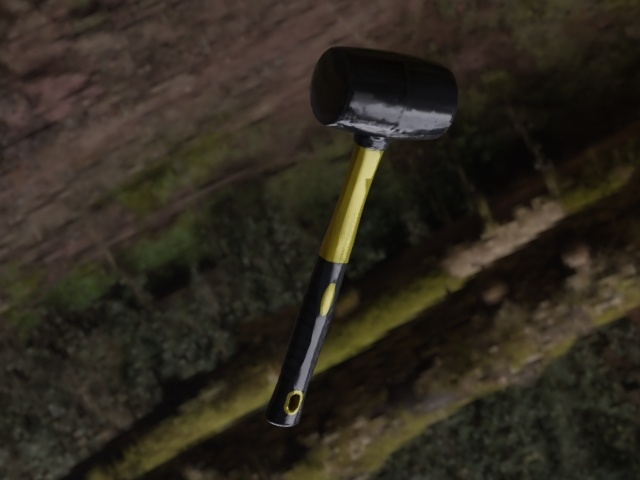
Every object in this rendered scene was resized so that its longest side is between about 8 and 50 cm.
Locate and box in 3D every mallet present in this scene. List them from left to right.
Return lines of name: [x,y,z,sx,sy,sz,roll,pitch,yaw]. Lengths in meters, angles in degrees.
mallet: [0.000,0.000,0.664,0.062,0.190,0.039,14,-162,-32]
